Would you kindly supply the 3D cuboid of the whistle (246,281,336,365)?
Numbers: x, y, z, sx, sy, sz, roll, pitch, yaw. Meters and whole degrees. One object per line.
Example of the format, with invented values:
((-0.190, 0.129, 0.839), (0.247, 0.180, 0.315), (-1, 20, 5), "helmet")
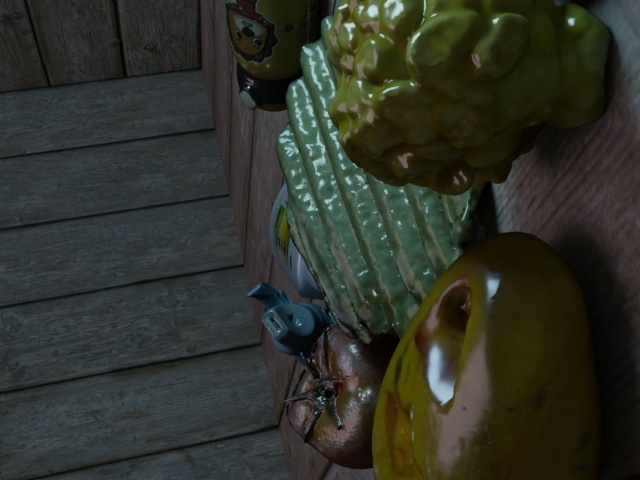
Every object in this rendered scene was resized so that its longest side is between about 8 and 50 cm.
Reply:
((-0.023, 0.143, 1.335), (0.186, 0.093, 0.274), (55, -170, 19), "whistle")

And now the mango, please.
((0.157, 0.160, 0.783), (0.253, 0.182, 0.365), (-112, 28, -57), "mango")

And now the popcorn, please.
((0.113, -0.133, 0.709), (0.235, 0.216, 0.181), (83, -173, -70), "popcorn")

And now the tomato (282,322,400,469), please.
((0.065, 0.231, 1.200), (0.155, 0.180, 0.214), (43, 118, 56), "tomato")

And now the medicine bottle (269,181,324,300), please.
((0.000, 0.000, 1.449), (0.324, 0.124, 0.179), (-135, 57, -68), "medicine bottle")

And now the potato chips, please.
((0.058, -0.080, 1.043), (0.358, 0.070, 0.430), (-41, 58, 48), "potato chips")

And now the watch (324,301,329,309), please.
((0.050, 0.142, 1.532), (0.206, 0.068, 0.193), (174, 86, -81), "watch")

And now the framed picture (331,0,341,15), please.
((0.044, -0.227, 1.396), (0.324, 0.013, 0.244), (102, 155, -63), "framed picture")

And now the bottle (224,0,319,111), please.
((-0.084, -0.381, 1.527), (0.351, 0.171, 0.172), (92, 164, -52), "bottle")
